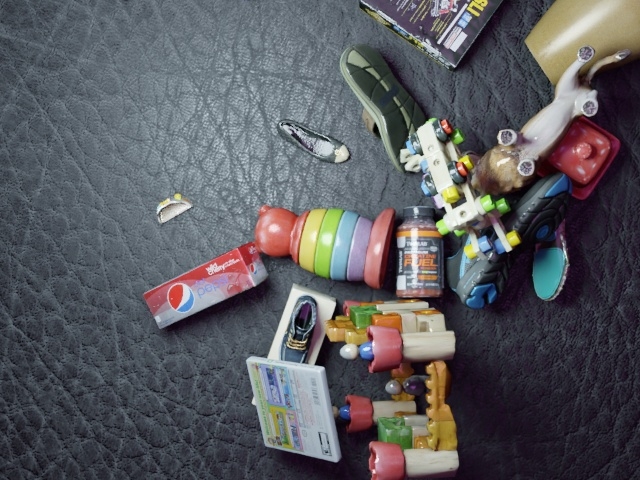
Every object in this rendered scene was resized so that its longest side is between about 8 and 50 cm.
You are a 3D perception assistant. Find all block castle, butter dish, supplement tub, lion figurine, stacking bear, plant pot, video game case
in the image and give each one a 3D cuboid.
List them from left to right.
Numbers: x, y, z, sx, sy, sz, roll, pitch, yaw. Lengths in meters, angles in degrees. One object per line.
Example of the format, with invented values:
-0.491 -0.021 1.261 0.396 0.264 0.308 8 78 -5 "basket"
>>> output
-0.055 0.349 1.805 0.193 0.023 0.212 3 112 36 "video game case"
0.000 0.000 1.868 0.289 0.164 0.175 11 105 9 "stacking bear"
0.120 0.281 1.726 0.213 0.453 0.303 -2 93 -5 "block castle"
0.214 0.027 1.876 0.106 0.106 0.198 -1 85 3 "supplement tub"
0.461 -0.234 1.774 0.392 0.240 0.142 -39 82 11 "lion figurine"
0.548 -0.188 1.849 0.160 0.118 0.160 33 93 1 "butter dish"
0.564 -0.442 1.804 0.254 0.237 0.237 -33 90 19 "plant pot"

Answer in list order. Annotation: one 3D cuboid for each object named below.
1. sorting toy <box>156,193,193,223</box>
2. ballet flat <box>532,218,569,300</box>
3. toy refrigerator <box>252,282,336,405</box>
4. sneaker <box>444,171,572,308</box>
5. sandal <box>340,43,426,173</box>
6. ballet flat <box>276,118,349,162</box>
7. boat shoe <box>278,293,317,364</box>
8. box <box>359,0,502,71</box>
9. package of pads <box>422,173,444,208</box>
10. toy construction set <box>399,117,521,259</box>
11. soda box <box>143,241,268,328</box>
-0.332 -0.074 1.919 0.083 0.075 0.045 -29 91 3 "sorting toy"
0.506 0.008 1.880 0.091 0.077 0.241 2 94 44 "ballet flat"
-0.058 0.240 1.911 0.102 0.094 0.269 19 95 -2 "toy refrigerator"
0.384 -0.022 1.832 0.341 0.125 0.139 -50 45 11 "sneaker"
0.135 -0.286 1.879 0.120 0.086 0.303 -38 106 -25 "sandal"
-0.019 -0.215 1.910 0.173 0.049 0.057 24 94 2 "ballet flat"
-0.049 0.204 1.819 0.065 0.083 0.183 12 95 -1 "boat shoe"
0.274 -0.570 1.869 0.257 0.079 0.322 34 93 -1 "box"
0.253 -0.111 1.901 0.032 0.050 0.083 -26 90 3 "package of pads"
0.267 -0.123 1.739 0.151 0.215 0.328 -42 53 17 "toy construction set"
-0.248 0.097 1.880 0.263 0.083 0.092 -25 91 22 "soda box"
